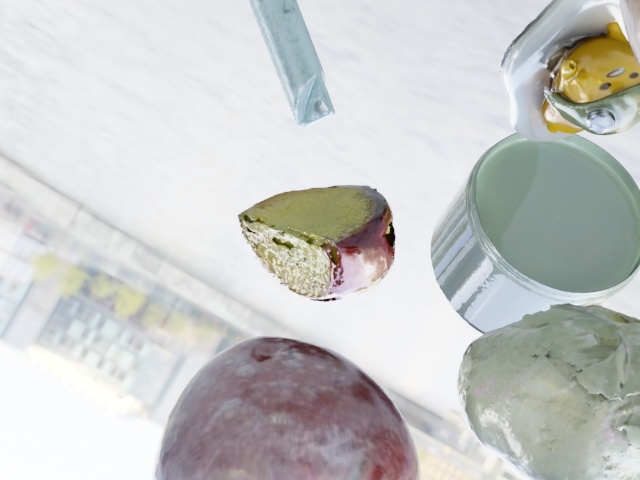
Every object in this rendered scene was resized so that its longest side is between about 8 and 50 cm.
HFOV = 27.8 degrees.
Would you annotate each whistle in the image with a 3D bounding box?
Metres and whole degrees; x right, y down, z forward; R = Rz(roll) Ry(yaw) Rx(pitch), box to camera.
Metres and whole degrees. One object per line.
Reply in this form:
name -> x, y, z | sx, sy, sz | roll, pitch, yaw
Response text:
whistle -> -0.057, -0.298, 1.680 | 0.062, 0.062, 0.312 | 150, 99, -84

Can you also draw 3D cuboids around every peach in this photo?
peach -> 0.001, 0.006, 1.337 | 0.172, 0.127, 0.092 | -2, 124, 27

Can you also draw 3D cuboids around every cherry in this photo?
cherry -> -0.033, 0.213, 1.150 | 0.236, 0.212, 0.285 | 0, -147, -20

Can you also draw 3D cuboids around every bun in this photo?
bun -> 0.229, 0.126, 1.058 | 0.239, 0.141, 0.239 | 13, -170, -2

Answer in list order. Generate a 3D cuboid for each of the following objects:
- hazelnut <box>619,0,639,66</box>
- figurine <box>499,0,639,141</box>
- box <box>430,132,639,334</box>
hazelnut -> 0.373, -0.123, 0.803 | 0.366, 0.365, 0.366 | 29, 175, 3
figurine -> 0.290, -0.144, 1.355 | 0.250, 0.167, 0.141 | 87, 164, -58
box -> 0.261, -0.002, 1.548 | 0.226, 0.226, 0.149 | 29, 149, 1
